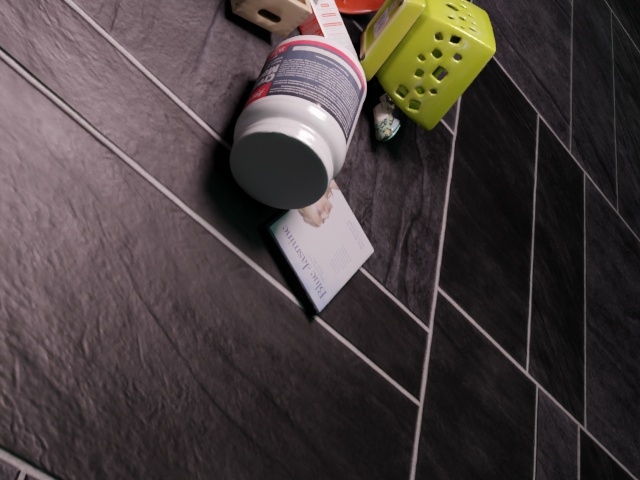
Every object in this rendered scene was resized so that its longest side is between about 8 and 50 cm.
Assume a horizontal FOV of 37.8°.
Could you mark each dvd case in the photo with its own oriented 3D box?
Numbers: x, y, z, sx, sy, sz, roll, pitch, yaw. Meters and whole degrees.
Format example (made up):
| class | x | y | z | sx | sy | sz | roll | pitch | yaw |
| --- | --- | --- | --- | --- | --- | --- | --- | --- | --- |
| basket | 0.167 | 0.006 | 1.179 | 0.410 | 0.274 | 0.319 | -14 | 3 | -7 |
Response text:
| class | x | y | z | sx | sy | sz | roll | pitch | yaw |
| --- | --- | --- | --- | --- | --- | --- | --- | --- | --- |
| dvd case | 0.000 | 0.000 | 1.678 | 0.180 | 0.022 | 0.253 | 60 | 36 | -11 |

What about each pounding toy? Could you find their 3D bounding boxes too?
| class | x | y | z | sx | sy | sz | roll | pitch | yaw |
| --- | --- | --- | --- | --- | --- | --- | --- | --- | --- |
| pounding toy | -0.127 | -0.503 | 1.729 | 0.181 | 0.094 | 0.206 | 18 | 49 | -41 |

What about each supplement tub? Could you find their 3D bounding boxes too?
| class | x | y | z | sx | sy | sz | roll | pitch | yaw |
| --- | --- | --- | --- | --- | --- | --- | --- | --- | --- |
| supplement tub | -0.036 | -0.204 | 1.594 | 0.191 | 0.191 | 0.272 | 47 | 40 | -27 |

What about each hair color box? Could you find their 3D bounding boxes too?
| class | x | y | z | sx | sy | sz | roll | pitch | yaw |
| --- | --- | --- | --- | --- | --- | --- | --- | --- | --- |
| hair color box | 0.009 | -0.418 | 1.885 | 0.093 | 0.053 | 0.167 | -25 | 94 | -55 |

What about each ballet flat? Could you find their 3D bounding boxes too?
| class | x | y | z | sx | sy | sz | roll | pitch | yaw |
| --- | --- | --- | --- | --- | --- | --- | --- | --- | --- |
| ballet flat | 0.141 | -0.272 | 1.973 | 0.070 | 0.070 | 0.188 | 55 | 28 | -17 |

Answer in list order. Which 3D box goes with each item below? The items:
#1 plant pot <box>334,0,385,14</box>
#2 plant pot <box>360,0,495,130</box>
| class | x | y | z | sx | sy | sz | roll | pitch | yaw |
| --- | --- | --- | --- | --- | --- | --- | --- | --- | --- |
| plant pot | 0.082 | -0.664 | 1.954 | 0.272 | 0.272 | 0.265 | 12 | 55 | -49 |
| plant pot | 0.206 | -0.401 | 1.928 | 0.207 | 0.227 | 0.228 | 30 | 30 | -16 |
